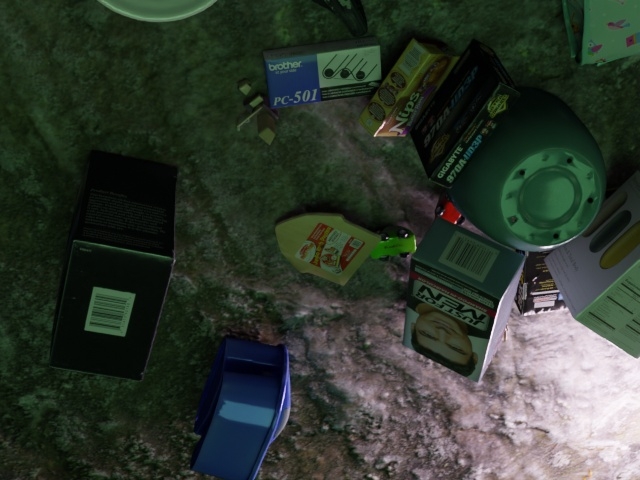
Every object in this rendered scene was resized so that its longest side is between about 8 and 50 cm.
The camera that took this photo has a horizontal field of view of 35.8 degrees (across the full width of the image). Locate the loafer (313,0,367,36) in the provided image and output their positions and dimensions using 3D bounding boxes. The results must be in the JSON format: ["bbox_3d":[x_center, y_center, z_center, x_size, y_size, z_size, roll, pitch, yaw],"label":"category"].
[{"bbox_3d":[0.004,-0.432,1.669,0.078,0.076,0.223,-28,121,18],"label":"loafer"}]

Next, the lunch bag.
[{"bbox_3d":[0.530,-0.439,1.689,0.223,0.160,0.262,-14,121,0],"label":"lunch bag"}]

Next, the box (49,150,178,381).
[{"bbox_3d":[-0.379,0.045,1.819,0.182,0.294,0.296,12,123,-14],"label":"box"}]

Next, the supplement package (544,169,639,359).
[{"bbox_3d":[0.620,0.049,1.937,0.198,0.199,0.263,31,116,-26],"label":"supplement package"}]

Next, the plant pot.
[{"bbox_3d":[0.386,-0.114,1.813,0.292,0.235,0.293,-2,110,-4],"label":"plant pot"}]

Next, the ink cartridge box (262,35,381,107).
[{"bbox_3d":[0.005,-0.302,1.778,0.207,0.046,0.097,-8,126,-2],"label":"ink cartridge box"}]

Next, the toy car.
[{"bbox_3d":[0.206,-0.011,2.017,0.224,0.053,0.239,-8,126,-2],"label":"toy car"}]

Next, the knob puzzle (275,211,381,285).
[{"bbox_3d":[0.000,0.000,1.998,0.213,0.030,0.213,6,137,5],"label":"knob puzzle"}]

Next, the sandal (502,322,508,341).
[{"bbox_3d":[0.386,0.150,2.161,0.049,0.072,0.180,5,133,15],"label":"sandal"}]

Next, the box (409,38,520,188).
[{"bbox_3d":[0.256,-0.229,1.788,0.051,0.175,0.220,21,121,-23],"label":"box"}]

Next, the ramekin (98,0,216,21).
[{"bbox_3d":[-0.257,-0.495,1.542,0.277,0.135,0.277,-4,126,-5],"label":"ramekin"}]

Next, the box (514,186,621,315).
[{"bbox_3d":[0.572,0.020,2.080,0.321,0.079,0.257,-8,128,-2],"label":"box"}]

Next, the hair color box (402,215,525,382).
[{"bbox_3d":[0.275,0.127,1.963,0.185,0.114,0.374,26,153,17],"label":"hair color box"}]

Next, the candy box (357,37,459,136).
[{"bbox_3d":[0.158,-0.273,1.786,0.109,0.053,0.187,-8,138,-53],"label":"candy box"}]

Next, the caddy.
[{"bbox_3d":[-0.157,0.369,2.127,0.179,0.241,0.341,16,123,-11],"label":"caddy"}]

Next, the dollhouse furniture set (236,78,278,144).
[{"bbox_3d":[-0.134,-0.213,1.782,0.081,0.114,0.091,-35,126,21],"label":"dollhouse furniture set"}]
